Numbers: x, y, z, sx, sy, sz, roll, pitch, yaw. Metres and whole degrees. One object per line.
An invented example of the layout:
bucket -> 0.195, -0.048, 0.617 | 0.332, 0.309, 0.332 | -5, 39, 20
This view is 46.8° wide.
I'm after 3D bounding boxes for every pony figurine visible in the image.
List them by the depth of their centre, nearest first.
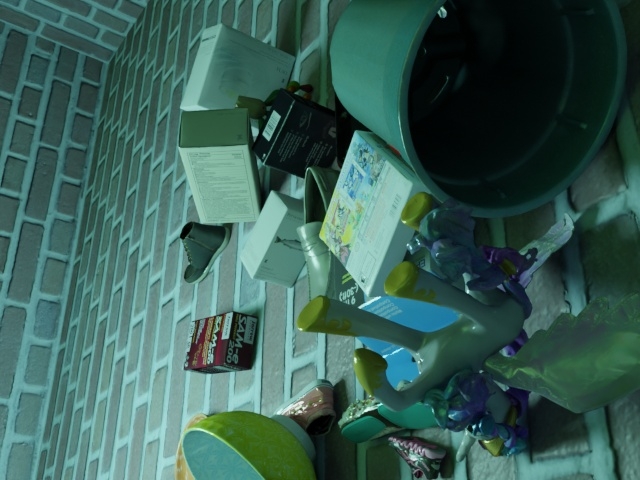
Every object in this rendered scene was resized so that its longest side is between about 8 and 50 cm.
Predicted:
pony figurine -> 0.209, 0.106, 0.926 | 0.351, 0.363, 0.303 | -47, 28, 11

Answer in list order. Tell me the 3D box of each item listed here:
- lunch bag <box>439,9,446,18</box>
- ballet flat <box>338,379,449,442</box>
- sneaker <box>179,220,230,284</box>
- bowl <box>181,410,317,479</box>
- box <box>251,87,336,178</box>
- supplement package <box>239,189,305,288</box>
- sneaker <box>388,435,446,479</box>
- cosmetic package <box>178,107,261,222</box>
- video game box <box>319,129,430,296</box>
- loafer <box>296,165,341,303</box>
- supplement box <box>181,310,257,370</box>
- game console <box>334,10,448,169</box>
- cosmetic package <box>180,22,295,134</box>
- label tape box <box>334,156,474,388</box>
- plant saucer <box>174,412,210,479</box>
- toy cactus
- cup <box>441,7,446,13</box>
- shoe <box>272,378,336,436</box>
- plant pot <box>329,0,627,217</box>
lunch bag -> 0.253, -0.387, 1.319 | 0.053, 0.071, 0.083 | -40, 44, 41
ballet flat -> 0.117, 0.266, 1.194 | 0.241, 0.091, 0.077 | -28, 26, 45
sneaker -> -0.352, 0.028, 2.040 | 0.222, 0.118, 0.083 | -52, 36, 30
bowl -> -0.100, 0.412, 1.357 | 0.156, 0.289, 0.289 | -38, 10, -36
box -> -0.043, -0.228, 1.631 | 0.156, 0.158, 0.093 | -62, 34, 16
supplement package -> -0.086, -0.002, 1.636 | 0.179, 0.105, 0.105 | -63, 31, 16
sneaker -> 0.145, 0.338, 1.147 | 0.119, 0.047, 0.057 | 3, 89, 60
cosmetic package -> -0.232, -0.170, 1.766 | 0.309, 0.160, 0.113 | 89, 179, -58
video game box -> 0.081, -0.044, 1.180 | 0.187, 0.048, 0.205 | 50, 129, 46
loafer -> 0.000, 0.000, 1.486 | 0.112, 0.111, 0.319 | -30, 50, 49
supplement box -> -0.248, 0.253, 1.798 | 0.239, 0.073, 0.130 | -19, 58, 53
game console -> 0.152, -0.340, 1.488 | 0.342, 0.060, 0.386 | -30, 51, 42
cosmetic package -> -0.218, -0.416, 1.951 | 0.138, 0.224, 0.224 | 15, 88, 60
label tape box -> 0.135, 0.052, 1.240 | 0.249, 0.115, 0.347 | -35, 45, 46
plant saucer -> -0.289, 0.515, 1.762 | 0.200, 0.037, 0.200 | -36, 45, 46
toy cactus -> -0.118, -0.304, 1.791 | 0.112, 0.181, 0.219 | 157, 132, -77
cup -> 0.296, -0.503, 1.119 | 0.237, 0.331, 0.331 | -48, 29, -9
shoe -> -0.035, 0.344, 1.409 | 0.178, 0.063, 0.081 | -47, 33, 30
plant pot -> 0.189, -0.248, 1.072 | 0.341, 0.341, 0.334 | -65, 30, 12
